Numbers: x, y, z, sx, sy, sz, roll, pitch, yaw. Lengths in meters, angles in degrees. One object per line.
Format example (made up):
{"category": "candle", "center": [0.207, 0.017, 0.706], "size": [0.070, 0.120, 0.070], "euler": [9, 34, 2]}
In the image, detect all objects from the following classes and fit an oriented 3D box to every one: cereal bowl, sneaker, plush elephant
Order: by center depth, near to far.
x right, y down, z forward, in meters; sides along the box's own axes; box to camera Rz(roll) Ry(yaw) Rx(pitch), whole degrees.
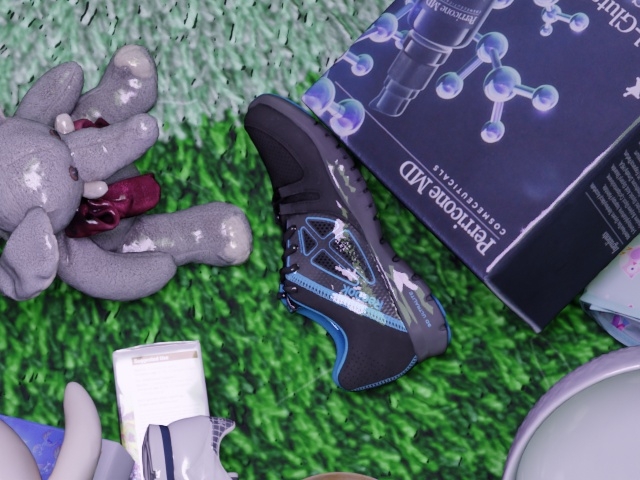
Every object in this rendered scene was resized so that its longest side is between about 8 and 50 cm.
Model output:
{"category": "sneaker", "center": [-0.114, 0.288, 1.535], "size": [0.095, 0.090, 0.235], "euler": [-5, 81, -18]}
{"category": "plush elephant", "center": [-0.254, -0.064, 1.590], "size": [0.330, 0.255, 0.271], "euler": [-22, 83, -10]}
{"category": "cereal bowl", "center": [0.357, 0.255, 1.634], "size": [0.339, 0.141, 0.338], "euler": [3, 107, 8]}
{"category": "sneaker", "center": [0.000, 0.000, 1.678], "size": [0.140, 0.125, 0.340], "euler": [-31, 82, -6]}

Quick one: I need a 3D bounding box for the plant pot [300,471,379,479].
{"category": "plant pot", "center": [0.024, 0.359, 1.632], "size": [0.236, 0.032, 0.236], "euler": [7, 68, -19]}

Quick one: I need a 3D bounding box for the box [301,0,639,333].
{"category": "box", "center": [0.237, -0.161, 1.595], "size": [0.395, 0.212, 0.293], "euler": [-46, 61, 4]}

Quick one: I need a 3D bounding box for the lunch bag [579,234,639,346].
{"category": "lunch bag", "center": [0.436, 0.041, 1.707], "size": [0.262, 0.160, 0.223], "euler": [30, 74, 3]}

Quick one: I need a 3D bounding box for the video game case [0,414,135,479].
{"category": "video game case", "center": [-0.342, 0.281, 1.484], "size": [0.270, 0.061, 0.244], "euler": [10, 65, 16]}

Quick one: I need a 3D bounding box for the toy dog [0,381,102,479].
{"category": "toy dog", "center": [-0.434, 0.155, 1.371], "size": [0.395, 0.284, 0.408], "euler": [-36, 62, -6]}

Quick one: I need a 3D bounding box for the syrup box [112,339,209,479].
{"category": "syrup box", "center": [-0.157, 0.228, 1.630], "size": [0.096, 0.093, 0.236], "euler": [-7, 80, -8]}
